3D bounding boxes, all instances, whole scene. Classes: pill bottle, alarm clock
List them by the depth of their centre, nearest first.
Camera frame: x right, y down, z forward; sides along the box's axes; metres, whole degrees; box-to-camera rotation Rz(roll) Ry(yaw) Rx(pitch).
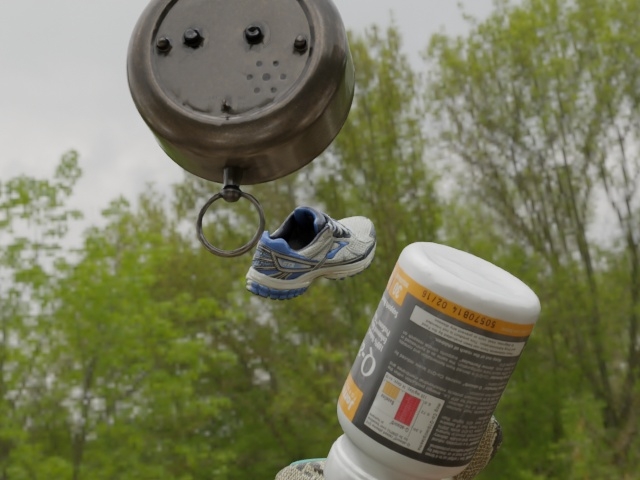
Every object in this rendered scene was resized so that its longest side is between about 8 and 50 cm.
[{"bbox_3d":[-0.047,-0.083,0.646,0.129,0.192,0.064,-1,-16,7],"label":"alarm clock"},{"bbox_3d":[0.113,0.155,1.211,0.162,0.278,0.162,21,14,-5],"label":"pill bottle"}]

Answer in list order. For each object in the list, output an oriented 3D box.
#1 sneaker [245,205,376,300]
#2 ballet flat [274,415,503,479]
[{"bbox_3d":[0.000,0.000,0.864,0.052,0.058,0.135,24,32,32],"label":"sneaker"},{"bbox_3d":[0.098,0.427,1.886,0.483,0.182,0.164,-25,-58,36],"label":"ballet flat"}]
